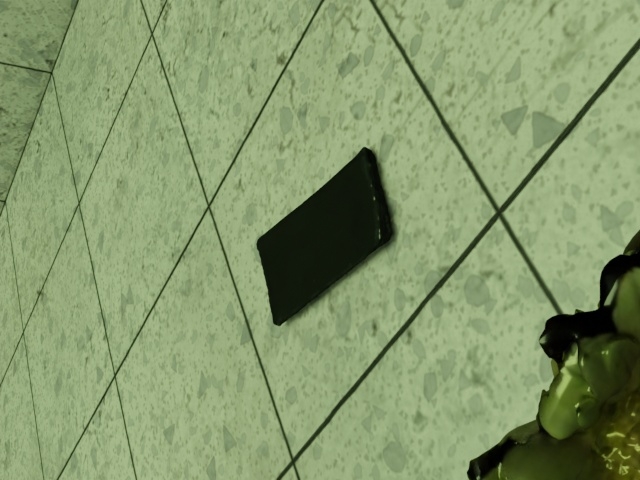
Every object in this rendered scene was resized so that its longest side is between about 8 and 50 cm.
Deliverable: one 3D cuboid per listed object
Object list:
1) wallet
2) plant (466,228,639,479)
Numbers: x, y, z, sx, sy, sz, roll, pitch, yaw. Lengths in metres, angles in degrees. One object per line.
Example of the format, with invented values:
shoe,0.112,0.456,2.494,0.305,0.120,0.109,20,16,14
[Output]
wallet,-0.001,0.000,1.223,0.285,0.030,0.146,-40,50,45
plant,0.244,0.103,0.633,0.297,0.306,0.261,-92,-8,-66
